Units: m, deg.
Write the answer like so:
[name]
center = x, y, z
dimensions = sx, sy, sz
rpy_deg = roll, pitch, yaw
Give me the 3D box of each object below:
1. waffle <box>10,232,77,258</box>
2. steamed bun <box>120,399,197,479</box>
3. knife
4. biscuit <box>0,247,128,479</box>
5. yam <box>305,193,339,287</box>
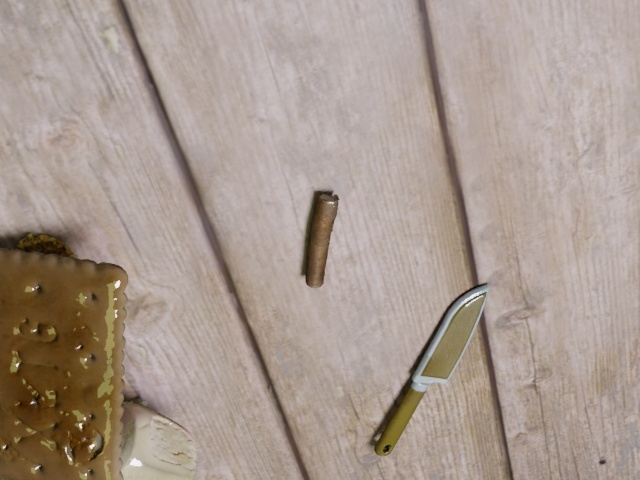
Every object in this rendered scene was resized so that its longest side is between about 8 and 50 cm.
[waffle]
center = -0.352, 0.027, 1.478
dimensions = 0.085, 0.016, 0.078
rpy_deg = -38, 127, 11
[steamed bun]
center = -0.291, 0.312, 1.656
dimensions = 0.238, 0.153, 0.170
rpy_deg = -33, 138, 28
[knife]
center = 0.170, 0.200, 1.808
dimensions = 0.061, 0.027, 0.343
rpy_deg = 11, 120, -25
[biscuit]
center = -0.346, 0.167, 1.475
dimensions = 0.217, 0.044, 0.325
rpy_deg = 8, 111, 4
[yam]
center = 0.000, 0.000, 1.577
dimensions = 0.032, 0.032, 0.145
rpy_deg = -4, 128, -17
